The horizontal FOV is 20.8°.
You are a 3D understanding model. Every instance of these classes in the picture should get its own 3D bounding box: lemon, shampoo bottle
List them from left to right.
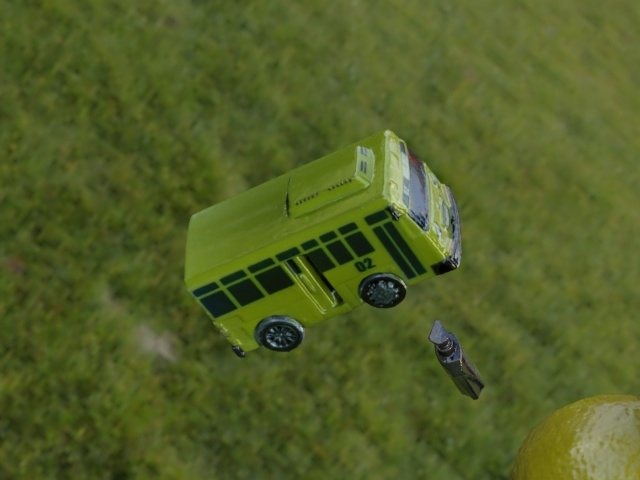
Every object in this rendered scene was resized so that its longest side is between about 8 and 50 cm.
[{"bbox_3d":[0.134,0.120,1.724,0.137,0.027,0.048,54,18,-58],"label":"shampoo bottle"},{"bbox_3d":[0.302,0.257,1.807,0.192,0.231,0.192,34,43,-39],"label":"lemon"}]

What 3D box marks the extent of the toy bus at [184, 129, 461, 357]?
[{"bbox_3d":[0.000,0.000,1.770,0.150,0.262,0.128,52,25,-34],"label":"toy bus"}]
